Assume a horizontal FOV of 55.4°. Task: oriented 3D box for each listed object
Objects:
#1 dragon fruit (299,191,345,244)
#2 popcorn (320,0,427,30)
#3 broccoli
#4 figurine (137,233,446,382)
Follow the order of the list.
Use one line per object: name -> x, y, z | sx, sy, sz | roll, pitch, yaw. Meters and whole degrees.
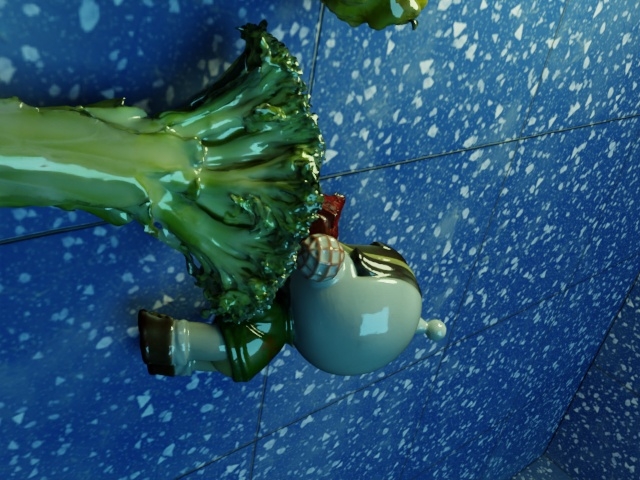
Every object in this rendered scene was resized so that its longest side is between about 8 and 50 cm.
dragon fruit -> 0.002, 0.001, 0.839 | 0.097, 0.063, 0.131 | -9, 126, -40
popcorn -> 0.041, -0.302, 0.551 | 0.218, 0.169, 0.189 | 10, 114, -55
broccoli -> -0.171, -0.042, 0.546 | 0.362, 0.221, 0.251 | -17, 125, -21
figurine -> -0.031, 0.096, 0.758 | 0.371, 0.167, 0.281 | -8, 154, -14
